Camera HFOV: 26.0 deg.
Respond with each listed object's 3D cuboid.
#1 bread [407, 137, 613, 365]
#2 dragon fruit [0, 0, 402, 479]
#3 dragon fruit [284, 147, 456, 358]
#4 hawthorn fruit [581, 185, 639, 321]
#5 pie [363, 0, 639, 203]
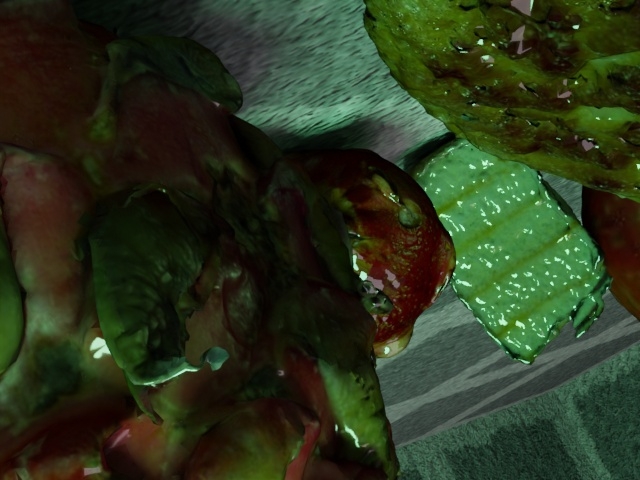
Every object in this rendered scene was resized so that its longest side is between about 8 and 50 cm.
[{"bbox_3d":[0.123,-0.001,0.960,0.103,0.156,0.110,-30,-175,-2],"label":"bread"},{"bbox_3d":[-0.099,0.074,0.532,0.269,0.291,0.250,-33,170,32],"label":"dragon fruit"},{"bbox_3d":[0.000,0.000,0.791,0.125,0.125,0.246,-26,160,13],"label":"dragon fruit"},{"bbox_3d":[0.311,-0.034,0.967,0.258,0.258,0.262,-27,139,6],"label":"hawthorn fruit"},{"bbox_3d":[0.158,-0.075,0.554,0.103,0.288,0.355,-67,155,-9],"label":"pie"}]
